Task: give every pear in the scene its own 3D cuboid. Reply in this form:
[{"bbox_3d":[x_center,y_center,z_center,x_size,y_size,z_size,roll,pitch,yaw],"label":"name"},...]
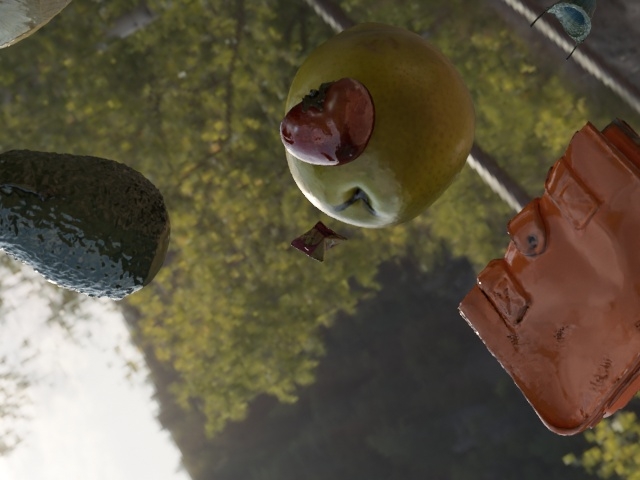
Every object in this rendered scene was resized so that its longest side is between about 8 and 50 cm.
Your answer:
[{"bbox_3d":[0.108,-0.217,2.006,0.362,0.363,0.418,64,-153,-44],"label":"pear"}]

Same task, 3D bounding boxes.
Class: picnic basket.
[{"bbox_3d":[0.313,-0.276,1.360,0.065,0.083,0.083,44,175,-12],"label":"picnic basket"}]

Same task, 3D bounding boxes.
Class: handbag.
[{"bbox_3d":[0.390,0.061,1.559,0.303,0.116,0.410,53,135,27],"label":"handbag"}]

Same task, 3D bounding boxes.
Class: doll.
[{"bbox_3d":[-0.429,-0.036,1.812,0.350,0.247,0.247,19,-156,-35],"label":"doll"}]

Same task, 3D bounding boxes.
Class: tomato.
[{"bbox_3d":[0.026,-0.172,1.676,0.091,0.159,0.139,50,172,33],"label":"tomato"}]

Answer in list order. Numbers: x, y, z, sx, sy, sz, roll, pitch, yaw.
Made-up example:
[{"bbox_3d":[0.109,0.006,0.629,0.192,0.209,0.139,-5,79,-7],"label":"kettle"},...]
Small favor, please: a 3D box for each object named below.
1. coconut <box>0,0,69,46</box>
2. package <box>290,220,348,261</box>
[{"bbox_3d":[-0.495,-0.442,1.514,0.346,0.346,0.360,62,-169,-18],"label":"coconut"},{"bbox_3d":[0.000,0.000,1.692,0.059,0.083,0.029,32,132,18],"label":"package"}]
